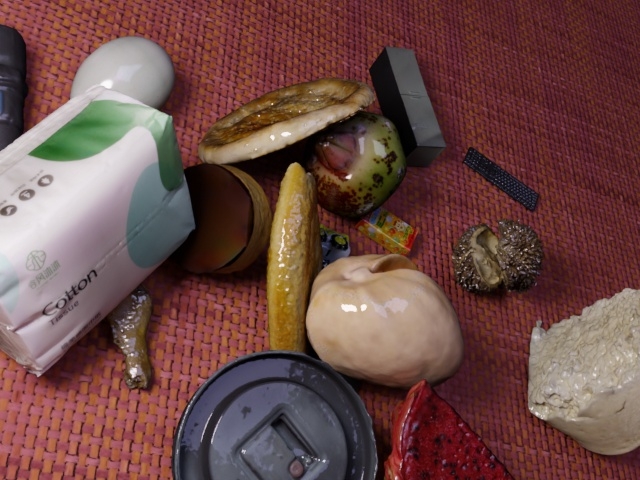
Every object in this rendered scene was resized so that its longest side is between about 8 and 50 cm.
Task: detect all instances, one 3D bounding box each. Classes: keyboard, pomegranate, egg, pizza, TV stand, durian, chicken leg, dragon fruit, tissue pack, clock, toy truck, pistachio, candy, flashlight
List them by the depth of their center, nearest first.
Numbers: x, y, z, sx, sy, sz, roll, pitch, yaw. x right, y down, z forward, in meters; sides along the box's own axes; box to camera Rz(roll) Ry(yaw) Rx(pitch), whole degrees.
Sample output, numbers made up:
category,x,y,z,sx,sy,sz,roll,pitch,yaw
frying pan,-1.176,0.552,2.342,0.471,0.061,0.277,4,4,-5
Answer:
category,x,y,z,sx,sy,sz,roll,pitch,yaw
tissue pack,-0.362,-0.022,1.183,0.193,0.266,0.356,28,57,23
clock,-0.069,0.331,1.256,0.324,0.067,0.325,6,74,-21
chicken leg,-0.302,0.140,1.298,0.084,0.069,0.198,-6,72,-30
flashlight,-0.526,-0.168,1.339,0.103,0.103,0.424,3,62,-28
dragon fruit,0.175,0.406,1.353,0.317,0.152,0.205,50,57,-14
pizza,-0.051,0.049,1.364,0.087,0.268,0.258,3,45,5
pistachio,0.108,0.141,1.385,0.309,0.229,0.230,38,45,-39
egg,-0.357,-0.282,1.469,0.151,0.151,0.209,48,56,4
toy truck,0.000,0.000,1.553,0.111,0.076,0.077,24,35,-13
pomegranate,0.053,-0.154,1.563,0.214,0.214,0.248,64,16,17
candy,0.135,-0.022,1.659,0.122,0.038,0.062,33,50,-7
durian,0.362,0.047,1.670,0.196,0.196,0.167,27,61,-12
TV stand,0.192,-0.300,1.831,0.082,0.088,0.270,-1,61,-30
keyboard,0.425,-0.144,1.913,0.204,0.013,0.061,35,50,-6

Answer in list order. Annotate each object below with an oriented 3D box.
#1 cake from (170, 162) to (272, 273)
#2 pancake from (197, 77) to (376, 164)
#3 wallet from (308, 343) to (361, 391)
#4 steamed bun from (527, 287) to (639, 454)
category,x,y,z,sx,sy,sz,roll,pitch,yaw
cake,-0.168,-0.032,1.418,0.207,0.185,0.178,36,10,23
pancake,-0.060,-0.231,1.522,0.356,0.356,0.065,-36,120,-39
wallet,0.036,0.185,1.483,0.146,0.030,0.285,38,50,-1
steamed bun,0.584,0.250,1.601,0.273,0.272,0.290,37,54,-5
